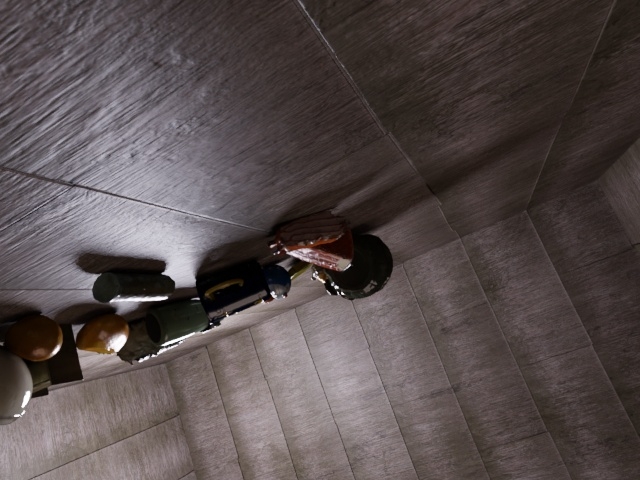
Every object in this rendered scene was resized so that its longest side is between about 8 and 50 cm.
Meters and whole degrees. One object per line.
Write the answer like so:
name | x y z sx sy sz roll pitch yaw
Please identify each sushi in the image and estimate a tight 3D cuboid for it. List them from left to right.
sushi | -0.786 0.456 2.035 0.343 0.197 0.182 -19 160 -10

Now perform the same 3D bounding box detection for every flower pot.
flower pot | 0.155 0.114 1.918 0.301 0.302 0.213 -28 169 26

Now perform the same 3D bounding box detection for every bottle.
bottle | -0.582 0.343 1.957 0.346 0.169 0.168 -10 163 -47

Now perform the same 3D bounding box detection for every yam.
yam | -0.563 0.145 1.360 0.093 0.093 0.259 -25 166 17

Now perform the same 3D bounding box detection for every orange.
orange | -0.892 0.302 1.381 0.158 0.136 0.159 21 161 7

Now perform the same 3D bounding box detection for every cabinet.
cabinet | -0.992 0.433 1.576 0.174 0.215 0.148 -23 167 11

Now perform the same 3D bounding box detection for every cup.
cup | -0.326 0.202 1.687 0.256 0.179 0.255 -21 -166 -9

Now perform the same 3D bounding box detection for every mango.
mango | -0.826 0.351 1.685 0.187 0.138 0.257 1 154 -36

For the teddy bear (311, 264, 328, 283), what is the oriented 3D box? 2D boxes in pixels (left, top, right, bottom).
teddy bear | 0.046 0.163 2.105 0.140 0.190 0.177 -53 172 -8

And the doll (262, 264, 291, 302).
doll | -0.254 0.200 1.914 0.256 0.161 0.215 -20 142 8

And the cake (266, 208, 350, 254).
cake | -0.041 -0.025 1.456 0.287 0.098 0.135 -21 167 2

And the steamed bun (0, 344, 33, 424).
steamed bun | -1.065 0.419 1.316 0.374 0.242 0.374 4 162 1

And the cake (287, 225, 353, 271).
cake | 0.000 0.000 1.730 0.261 0.160 0.158 19 156 -11

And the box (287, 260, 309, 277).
box | -0.097 0.132 2.034 0.153 0.041 0.279 -33 174 -26
